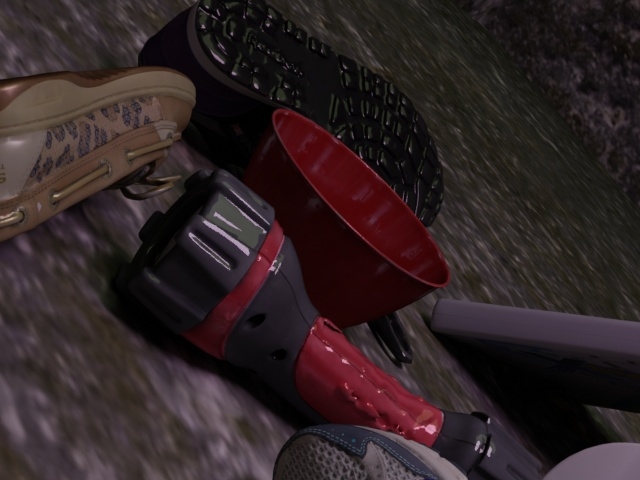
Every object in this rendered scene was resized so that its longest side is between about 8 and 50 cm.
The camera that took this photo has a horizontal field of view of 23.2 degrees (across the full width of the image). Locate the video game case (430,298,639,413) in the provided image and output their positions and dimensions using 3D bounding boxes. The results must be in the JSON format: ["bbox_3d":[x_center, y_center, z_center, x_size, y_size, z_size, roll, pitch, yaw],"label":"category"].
[{"bbox_3d":[0.311,0.124,1.404,0.329,0.036,0.300,5,-14,40],"label":"video game case"}]

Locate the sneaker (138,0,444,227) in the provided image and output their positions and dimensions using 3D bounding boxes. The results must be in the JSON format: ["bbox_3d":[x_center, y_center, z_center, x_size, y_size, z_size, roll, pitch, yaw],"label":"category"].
[{"bbox_3d":[-0.023,-0.097,1.298,0.283,0.124,0.107,37,52,-25],"label":"sneaker"}]

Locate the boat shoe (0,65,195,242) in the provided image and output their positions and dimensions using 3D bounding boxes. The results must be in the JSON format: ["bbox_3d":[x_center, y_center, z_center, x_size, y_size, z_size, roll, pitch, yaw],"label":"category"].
[{"bbox_3d":[-0.155,-0.056,0.948,0.285,0.104,0.089,-21,104,-68],"label":"boat shoe"}]

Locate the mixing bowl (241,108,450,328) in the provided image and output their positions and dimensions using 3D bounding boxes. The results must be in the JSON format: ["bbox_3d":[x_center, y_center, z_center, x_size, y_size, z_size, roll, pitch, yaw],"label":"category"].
[{"bbox_3d":[0.000,0.000,1.165,0.181,0.098,0.181,40,16,-14],"label":"mixing bowl"}]

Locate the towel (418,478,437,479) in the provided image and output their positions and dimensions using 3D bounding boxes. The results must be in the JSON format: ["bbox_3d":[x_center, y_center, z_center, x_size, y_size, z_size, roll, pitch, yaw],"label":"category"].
[{"bbox_3d":[0.062,0.235,0.592,0.227,0.076,0.308,-12,56,-37],"label":"towel"}]

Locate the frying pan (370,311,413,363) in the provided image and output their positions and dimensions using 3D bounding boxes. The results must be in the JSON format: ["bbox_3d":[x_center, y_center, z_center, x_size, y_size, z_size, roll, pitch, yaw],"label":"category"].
[{"bbox_3d":[0.000,-0.033,1.361,0.197,0.053,0.326,39,13,-18],"label":"frying pan"}]

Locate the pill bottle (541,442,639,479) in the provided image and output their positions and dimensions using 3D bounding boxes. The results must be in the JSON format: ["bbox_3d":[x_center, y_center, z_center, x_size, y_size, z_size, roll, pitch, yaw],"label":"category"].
[{"bbox_3d":[0.181,0.211,0.860,0.136,0.136,0.246,57,-3,39],"label":"pill bottle"}]

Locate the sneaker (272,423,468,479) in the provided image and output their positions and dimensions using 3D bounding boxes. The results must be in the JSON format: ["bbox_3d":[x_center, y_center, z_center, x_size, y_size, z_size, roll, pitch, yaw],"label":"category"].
[{"bbox_3d":[0.030,0.184,0.754,0.122,0.110,0.283,24,23,-39],"label":"sneaker"}]

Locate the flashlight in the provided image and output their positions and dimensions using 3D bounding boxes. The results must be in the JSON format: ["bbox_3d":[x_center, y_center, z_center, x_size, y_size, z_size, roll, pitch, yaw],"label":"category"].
[{"bbox_3d":[0.016,0.082,0.985,0.304,0.103,0.103,39,15,-16],"label":"flashlight"}]
